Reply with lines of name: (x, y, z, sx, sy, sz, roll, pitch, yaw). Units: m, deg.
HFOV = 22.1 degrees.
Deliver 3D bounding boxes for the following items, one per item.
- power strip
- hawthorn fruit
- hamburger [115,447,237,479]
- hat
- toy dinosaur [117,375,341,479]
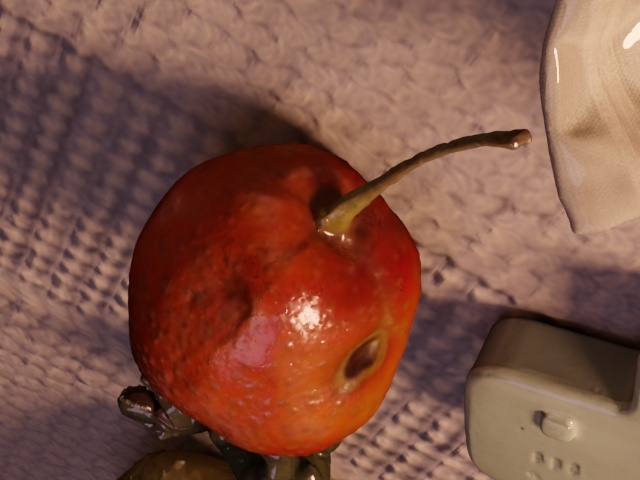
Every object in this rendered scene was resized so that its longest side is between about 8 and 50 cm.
power strip: (0.211, 0.105, 0.913, 0.265, 0.059, 0.193, 16, 145, 18)
hawthorn fruit: (0.000, 0.000, 0.845, 0.165, 0.165, 0.285, 31, 141, -5)
hamburger: (-0.046, 0.272, 1.256, 0.285, 0.134, 0.265, 27, 139, -9)
hat: (0.223, -0.071, 0.657, 0.226, 0.164, 0.219, 0, 164, -36)
toy dinosaur: (-0.051, 0.166, 1.121, 0.187, 0.087, 0.179, 37, 133, 25)
